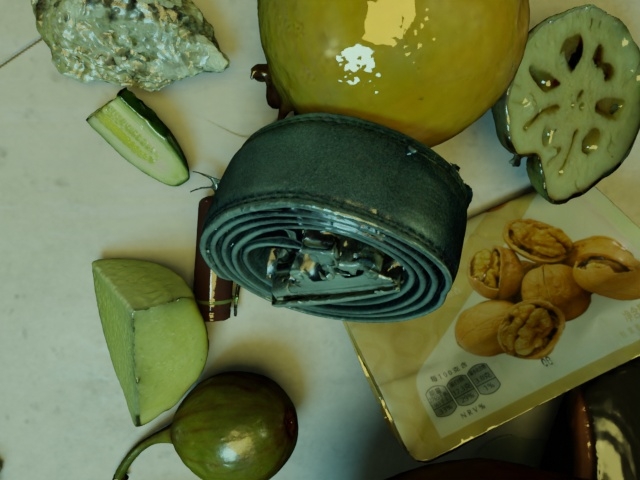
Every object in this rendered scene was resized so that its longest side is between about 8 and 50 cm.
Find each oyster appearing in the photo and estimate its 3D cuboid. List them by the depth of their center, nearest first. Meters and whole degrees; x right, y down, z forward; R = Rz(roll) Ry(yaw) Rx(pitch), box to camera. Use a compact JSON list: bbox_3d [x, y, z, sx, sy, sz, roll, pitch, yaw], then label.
[{"bbox_3d":[-0.183,-0.208,0.505,0.177,0.064,0.124,-8,104,-4],"label":"oyster"}]

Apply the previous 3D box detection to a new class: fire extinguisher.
[{"bbox_3d":[-0.111,0.008,0.555,0.064,0.043,0.158,3,99,-19],"label":"fire extinguisher"}]

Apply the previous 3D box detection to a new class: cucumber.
[{"bbox_3d":[-0.175,-0.103,0.530,0.067,0.035,0.107,-22,122,35],"label":"cucumber"}]

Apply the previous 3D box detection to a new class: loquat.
[{"bbox_3d":[0.053,-0.183,0.451,0.244,0.244,0.243,-1,99,-6],"label":"loquat"}]

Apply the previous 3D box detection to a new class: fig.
[{"bbox_3d":[-0.137,0.217,0.569,0.237,0.124,0.124,-21,102,20],"label":"fig"}]

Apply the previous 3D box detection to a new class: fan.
[{"bbox_3d":[0.240,0.399,0.672,0.182,0.010,0.309,10,95,-8],"label":"fan"}]

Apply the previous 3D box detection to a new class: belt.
[{"bbox_3d":[0.000,0.000,0.465,0.207,0.268,0.116,31,61,-25],"label":"belt"}]

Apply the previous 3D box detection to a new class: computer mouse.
[{"bbox_3d":[0.354,0.298,0.615,0.183,0.116,0.323,12,94,-13],"label":"computer mouse"}]

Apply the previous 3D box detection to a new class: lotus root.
[{"bbox_3d":[0.243,-0.139,0.542,0.204,0.078,0.183,-24,110,-23],"label":"lotus root"}]

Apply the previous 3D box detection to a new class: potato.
[{"bbox_3d":[-0.181,0.095,0.554,0.081,0.120,0.149,-13,123,-35],"label":"potato"}]

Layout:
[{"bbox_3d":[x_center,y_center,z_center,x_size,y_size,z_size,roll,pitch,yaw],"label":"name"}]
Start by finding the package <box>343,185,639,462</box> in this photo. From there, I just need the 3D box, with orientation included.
[{"bbox_3d":[0.197,0.098,0.569,0.311,0.221,0.165,-25,141,-4],"label":"package"}]

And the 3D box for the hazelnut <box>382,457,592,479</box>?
[{"bbox_3d":[0.169,0.364,0.424,0.421,0.421,0.352,16,84,-9],"label":"hazelnut"}]
